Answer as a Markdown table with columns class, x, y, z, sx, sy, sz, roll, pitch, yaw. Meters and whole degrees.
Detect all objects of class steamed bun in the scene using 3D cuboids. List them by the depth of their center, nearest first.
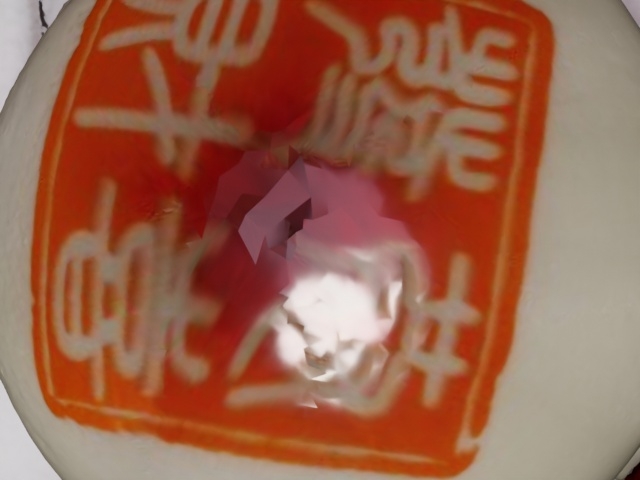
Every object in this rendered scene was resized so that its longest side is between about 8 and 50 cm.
| class | x | y | z | sx | sy | sz | roll | pitch | yaw |
| --- | --- | --- | --- | --- | --- | --- | --- | --- | --- |
| steamed bun | 0.000 | 0.000 | 0.857 | 0.375 | 0.241 | 0.374 | 0 | 89 | 14 |

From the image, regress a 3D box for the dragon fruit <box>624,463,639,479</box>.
| class | x | y | z | sx | sy | sz | roll | pitch | yaw |
| --- | --- | --- | --- | --- | --- | --- | --- | --- | --- |
| dragon fruit | 0.197 | 0.145 | 0.879 | 0.092 | 0.122 | 0.192 | 37 | 60 | 0 |
